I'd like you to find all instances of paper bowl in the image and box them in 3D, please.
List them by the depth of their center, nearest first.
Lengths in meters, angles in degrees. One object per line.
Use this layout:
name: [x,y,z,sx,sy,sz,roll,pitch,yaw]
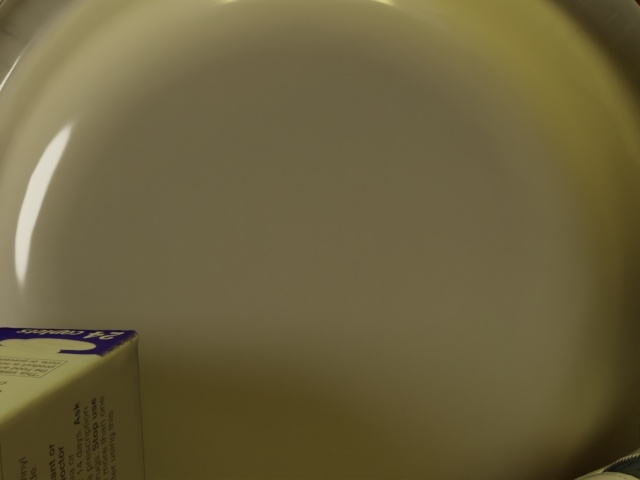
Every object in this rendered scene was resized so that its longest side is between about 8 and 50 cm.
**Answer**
paper bowl: [-0.003,0.011,0.524,0.284,0.284,0.148,-4,4,3]

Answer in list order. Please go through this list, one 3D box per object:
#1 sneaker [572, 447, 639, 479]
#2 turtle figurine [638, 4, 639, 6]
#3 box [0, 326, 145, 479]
sneaker: [0.099,0.086,0.341,0.153,0.099,0.282,-27,-9,39]
turtle figurine: [0.197,0.014,0.794,0.217,0.269,0.087,25,-34,-6]
box: [-0.102,0.098,0.383,0.072,0.126,0.137,2,12,19]
